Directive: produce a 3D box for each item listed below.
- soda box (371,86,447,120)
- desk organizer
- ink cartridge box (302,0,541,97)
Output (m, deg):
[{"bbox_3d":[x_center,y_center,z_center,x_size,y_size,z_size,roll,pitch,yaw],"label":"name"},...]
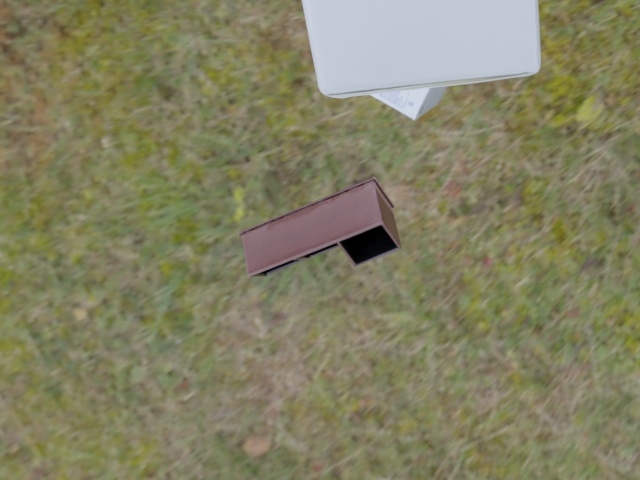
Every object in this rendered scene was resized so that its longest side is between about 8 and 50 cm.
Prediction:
[{"bbox_3d":[0.107,-0.215,1.341,0.069,0.074,0.216,32,115,11],"label":"soda box"},{"bbox_3d":[0.000,0.000,1.349,0.130,0.047,0.050,-22,50,14],"label":"desk organizer"},{"bbox_3d":[0.042,-0.254,0.840,0.121,0.289,0.211,-6,139,6],"label":"ink cartridge box"}]
